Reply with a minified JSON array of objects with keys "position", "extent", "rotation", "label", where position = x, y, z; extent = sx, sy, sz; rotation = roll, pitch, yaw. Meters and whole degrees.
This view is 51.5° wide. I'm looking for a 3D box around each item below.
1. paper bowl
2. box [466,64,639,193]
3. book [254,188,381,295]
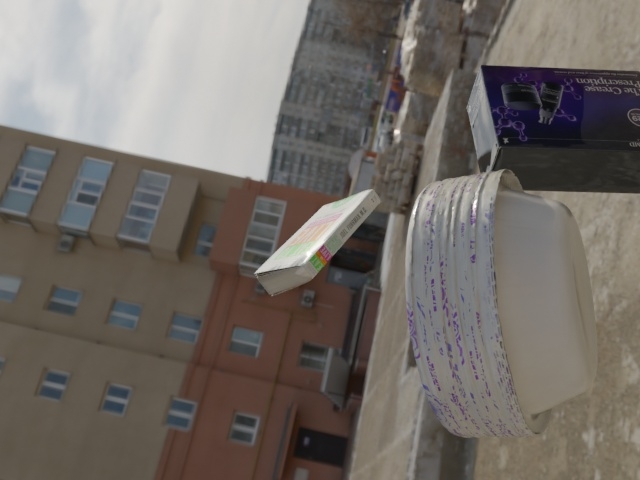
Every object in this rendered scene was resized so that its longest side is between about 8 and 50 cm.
[{"position":[0.207,0.064,0.714],"extent":[0.284,0.148,0.285],"rotation":[30,-125,-57],"label":"paper bowl"},{"position":[0.378,-0.174,1.033],"extent":[0.103,0.261,0.184],"rotation":[96,175,-56],"label":"box"},{"position":[0.000,0.000,0.776],"extent":[0.096,0.035,0.144],"rotation":[-18,24,51],"label":"book"}]
